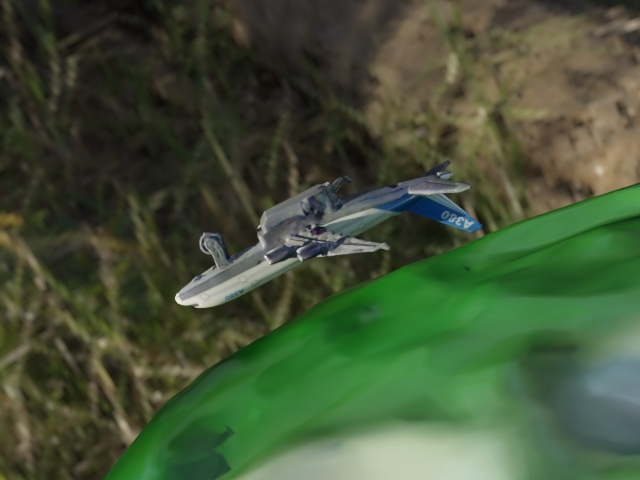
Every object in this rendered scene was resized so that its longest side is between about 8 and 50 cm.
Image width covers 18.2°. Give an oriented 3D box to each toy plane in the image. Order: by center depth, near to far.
[{"bbox_3d":[0.000,-0.003,0.530,0.084,0.024,0.078,-16,15,-2],"label":"toy plane"}]

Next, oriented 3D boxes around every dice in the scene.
[{"bbox_3d":[0.124,0.150,0.444,0.297,0.287,0.300,-4,22,38],"label":"dice"}]
